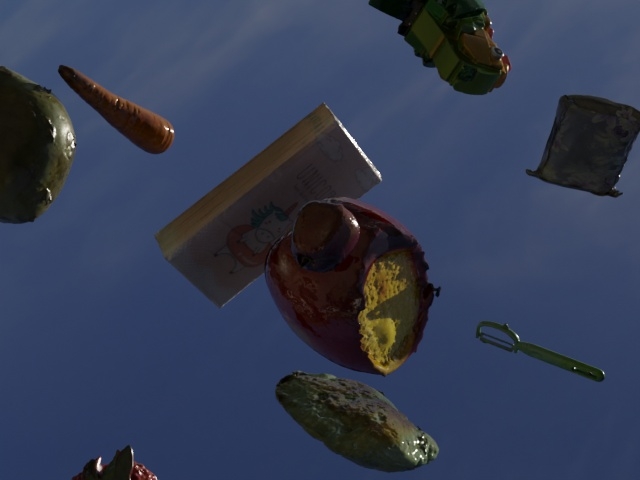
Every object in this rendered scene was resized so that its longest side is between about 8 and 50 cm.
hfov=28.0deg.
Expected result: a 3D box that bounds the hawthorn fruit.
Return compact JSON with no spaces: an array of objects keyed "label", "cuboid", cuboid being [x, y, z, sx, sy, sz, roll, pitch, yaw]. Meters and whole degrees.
[{"label":"hawthorn fruit","cuboid":[0.004,-0.004,1.345,0.077,0.077,0.077,-25,-149,16]}]

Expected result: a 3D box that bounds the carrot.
[{"label":"carrot","cuboid":[-0.307,-0.197,1.961,0.061,0.256,0.061,-15,-119,28]}]

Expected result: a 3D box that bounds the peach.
[{"label":"peach","cuboid":[0.047,0.059,1.553,0.196,0.226,0.190,-42,-173,18]}]

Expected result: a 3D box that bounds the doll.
[{"label":"doll","cuboid":[0.168,-0.267,1.676,0.134,0.186,0.106,-16,151,-42]}]

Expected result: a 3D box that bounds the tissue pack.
[{"label":"tissue pack","cuboid":[-0.075,-0.049,1.936,0.325,0.170,0.071,-38,-134,3]}]

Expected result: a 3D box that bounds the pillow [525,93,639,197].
[{"label":"pillow","cuboid":[0.438,-0.157,2.080,0.169,0.255,0.059,17,-117,4]}]

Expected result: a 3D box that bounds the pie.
[{"label":"pie","cuboid":[0.047,0.288,2.027,0.274,0.257,0.105,34,-77,59]}]

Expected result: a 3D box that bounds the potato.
[{"label":"potato","cuboid":[-0.494,-0.157,1.891,0.307,0.173,0.210,31,-77,19]}]

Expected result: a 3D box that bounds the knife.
[{"label":"knife","cuboid":[0.335,0.165,1.961,0.212,0.054,0.015,21,-135,23]}]

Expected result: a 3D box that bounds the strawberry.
[{"label":"strawberry","cuboid":[-0.253,0.381,1.700,0.174,0.228,0.098,-29,-146,3]}]
